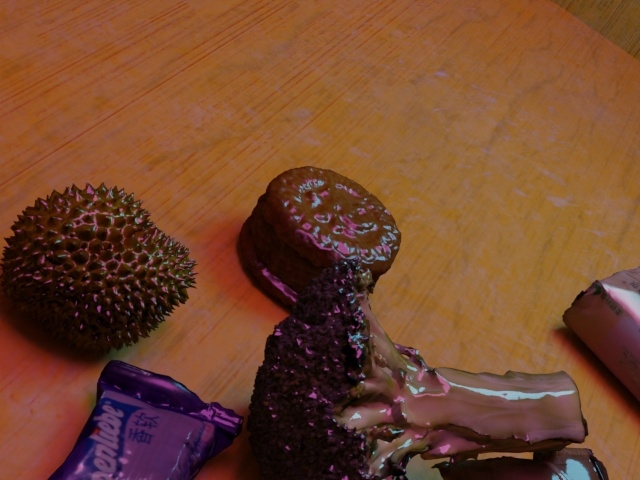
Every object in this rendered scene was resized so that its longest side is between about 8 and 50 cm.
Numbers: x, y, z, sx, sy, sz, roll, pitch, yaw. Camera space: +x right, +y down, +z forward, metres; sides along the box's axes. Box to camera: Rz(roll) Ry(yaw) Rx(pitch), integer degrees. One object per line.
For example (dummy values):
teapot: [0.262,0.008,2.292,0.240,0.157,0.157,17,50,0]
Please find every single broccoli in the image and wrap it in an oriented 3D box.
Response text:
broccoli: [0.097,0.148,1.319,0.361,0.221,0.252,-10,46,-43]

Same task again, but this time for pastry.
pastry: [0.000,0.000,1.570,0.189,0.103,0.188,22,34,-16]

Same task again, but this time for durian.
durian: [-0.214,0.027,1.301,0.198,0.146,0.159,21,35,-14]

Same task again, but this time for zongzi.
zongzi: [0.225,0.301,1.372,0.197,0.099,0.194,5,39,-21]

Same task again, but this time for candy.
candy: [-0.168,0.211,1.166,0.145,0.070,0.275,25,36,-1]

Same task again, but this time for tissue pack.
tissue pack: [0.480,0.148,1.778,0.215,0.123,0.256,-13,53,-47]
